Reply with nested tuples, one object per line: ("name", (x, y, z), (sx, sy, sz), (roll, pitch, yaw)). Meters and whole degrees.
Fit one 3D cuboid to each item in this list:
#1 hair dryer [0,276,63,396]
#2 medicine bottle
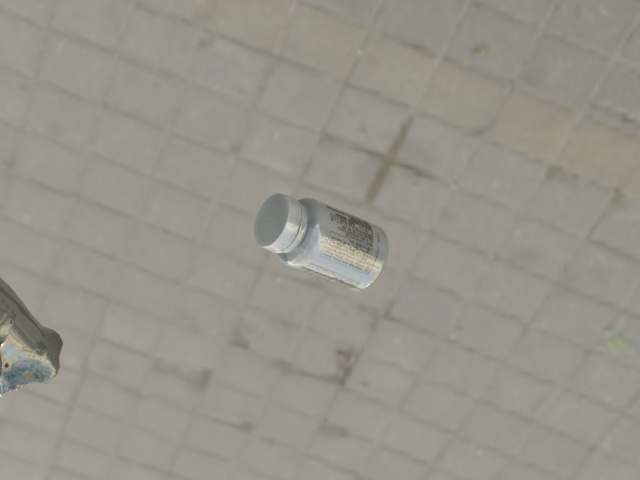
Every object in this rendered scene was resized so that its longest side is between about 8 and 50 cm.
("hair dryer", (-0.138, 0.040, 0.455), (0.121, 0.361, 0.301), (-24, 82, 9))
("medicine bottle", (0.000, 0.000, 1.739), (0.140, 0.079, 0.079), (22, 139, -34))
